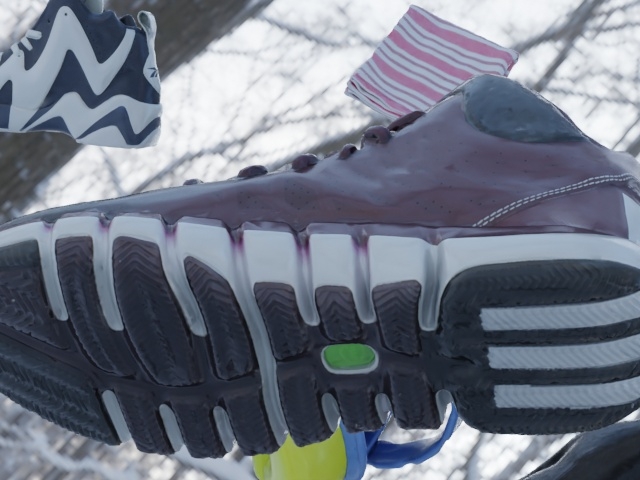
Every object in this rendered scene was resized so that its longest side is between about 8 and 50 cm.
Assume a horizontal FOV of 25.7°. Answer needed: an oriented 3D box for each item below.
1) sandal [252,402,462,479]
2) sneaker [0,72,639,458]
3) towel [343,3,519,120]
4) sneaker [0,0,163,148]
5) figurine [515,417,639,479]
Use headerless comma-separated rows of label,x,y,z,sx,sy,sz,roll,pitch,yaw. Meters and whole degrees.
sandal,0.004,0.079,0.948,0.317,0.138,0.126,-123,-154,-64
sneaker,0.000,0.000,0.571,0.281,0.162,0.106,2,-54,13
towel,0.127,-0.189,1.560,0.144,0.197,0.029,27,-43,10
sneaker,-0.250,-0.170,1.243,0.235,0.153,0.094,9,7,13
figurine,0.246,0.177,0.866,0.215,0.209,0.092,42,20,-15
